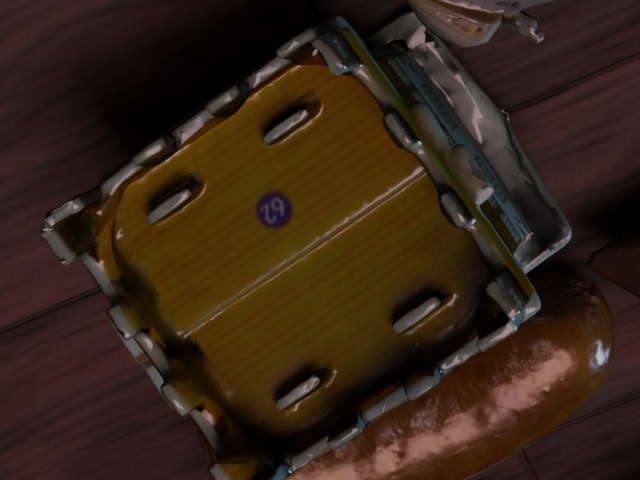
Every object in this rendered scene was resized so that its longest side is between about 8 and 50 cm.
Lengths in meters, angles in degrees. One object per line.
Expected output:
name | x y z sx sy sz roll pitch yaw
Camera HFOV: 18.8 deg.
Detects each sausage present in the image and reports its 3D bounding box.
sausage | 0.060 0.106 1.204 0.270 0.109 0.109 -26 125 8

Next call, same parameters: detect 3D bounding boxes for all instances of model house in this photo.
model house | 0.000 0.000 1.051 0.224 0.215 0.198 -36 91 13

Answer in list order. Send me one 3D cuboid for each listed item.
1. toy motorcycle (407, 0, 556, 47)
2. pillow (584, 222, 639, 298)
toy motorcycle | 0.133 -0.167 1.042 0.229 0.094 0.130 -6 131 -22
pillow | 0.372 0.029 1.175 0.305 0.108 0.308 -27 131 33
